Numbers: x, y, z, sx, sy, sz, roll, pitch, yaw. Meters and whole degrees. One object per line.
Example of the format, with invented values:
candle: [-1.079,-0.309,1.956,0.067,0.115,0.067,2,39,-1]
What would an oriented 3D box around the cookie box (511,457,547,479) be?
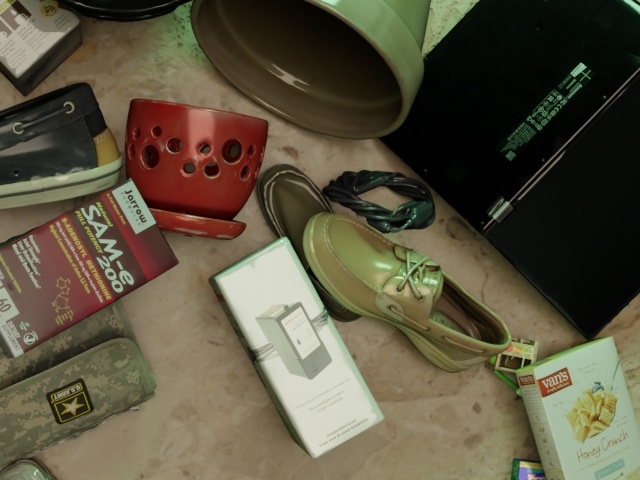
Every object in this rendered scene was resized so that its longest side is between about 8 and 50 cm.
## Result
cookie box: [0.322,0.377,1.932,0.091,0.040,0.107,8,86,-8]

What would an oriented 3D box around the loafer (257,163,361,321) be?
loafer: [0.000,0.000,1.871,0.094,0.087,0.251,-34,93,-9]

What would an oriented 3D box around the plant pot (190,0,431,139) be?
plant pot: [0.025,-0.344,1.802,0.323,0.323,0.280,29,68,-7]

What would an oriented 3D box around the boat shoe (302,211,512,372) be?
boat shoe: [0.124,0.060,1.828,0.341,0.110,0.122,35,53,-26]

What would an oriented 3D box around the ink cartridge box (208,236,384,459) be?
ink cartridge box: [-0.039,0.142,1.803,0.114,0.198,0.273,-29,92,-8]

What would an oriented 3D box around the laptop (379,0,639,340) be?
laptop: [0.357,-0.148,1.918,0.382,0.236,0.408,-46,62,3]

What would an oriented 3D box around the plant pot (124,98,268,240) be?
plant pot: [-0.177,-0.095,1.798,0.191,0.191,0.174,11,91,-9]

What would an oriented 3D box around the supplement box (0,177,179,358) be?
supplement box: [-0.315,0.035,1.667,0.239,0.073,0.130,-31,95,-21]

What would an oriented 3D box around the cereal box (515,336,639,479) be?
cereal box: [0.384,0.275,1.911,0.173,0.047,0.240,-17,91,-35]

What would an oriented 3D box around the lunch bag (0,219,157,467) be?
lunch bag: [-0.373,0.137,1.768,0.235,0.169,0.287,-24,99,-14]

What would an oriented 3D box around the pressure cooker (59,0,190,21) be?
pressure cooker: [-0.256,-0.504,1.698,0.375,0.420,0.370,-42,115,9]

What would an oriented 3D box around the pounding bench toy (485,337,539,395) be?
pounding bench toy: [0.272,0.180,1.926,0.065,0.052,0.083,11,86,-9]

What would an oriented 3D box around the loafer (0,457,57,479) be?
loafer: [-0.343,0.444,1.792,0.111,0.112,0.319,-37,86,-4]

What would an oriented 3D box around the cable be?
cable: [0.086,-0.057,1.863,0.150,0.184,0.047,19,113,17]

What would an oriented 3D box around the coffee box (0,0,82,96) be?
coffee box: [-0.462,-0.348,1.771,0.119,0.168,0.297,-45,95,-8]

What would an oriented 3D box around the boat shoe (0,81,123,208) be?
boat shoe: [-0.514,-0.109,1.731,0.500,0.187,0.156,-10,107,-10]
